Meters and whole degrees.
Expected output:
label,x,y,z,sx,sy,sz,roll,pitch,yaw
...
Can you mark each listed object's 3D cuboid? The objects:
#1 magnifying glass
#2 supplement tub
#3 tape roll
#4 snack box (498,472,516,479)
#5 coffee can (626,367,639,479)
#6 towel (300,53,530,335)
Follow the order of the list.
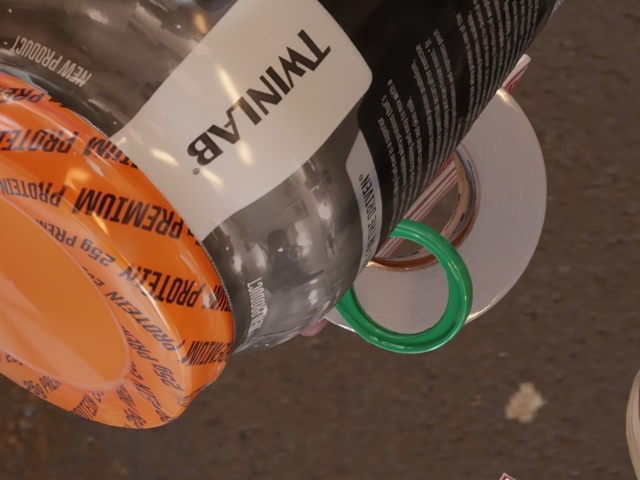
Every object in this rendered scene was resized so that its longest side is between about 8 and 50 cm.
label,x,y,z,sx,sy,sz,roll,pitch,yaw
magnifying glass,0.000,0.000,1.307,0.231,0.026,0.092,28,115,10
supplement tub,-0.027,-0.098,0.784,0.207,0.338,0.207,26,148,18
tape roll,0.058,-0.037,1.431,0.219,0.072,0.219,-1,97,-7
snack box,0.132,0.258,1.582,0.022,0.064,0.178,33,153,15
coffee can,0.258,0.004,0.719,0.201,0.201,0.275,43,136,28
towel,0.075,-0.041,1.708,0.037,0.329,0.237,41,72,6
